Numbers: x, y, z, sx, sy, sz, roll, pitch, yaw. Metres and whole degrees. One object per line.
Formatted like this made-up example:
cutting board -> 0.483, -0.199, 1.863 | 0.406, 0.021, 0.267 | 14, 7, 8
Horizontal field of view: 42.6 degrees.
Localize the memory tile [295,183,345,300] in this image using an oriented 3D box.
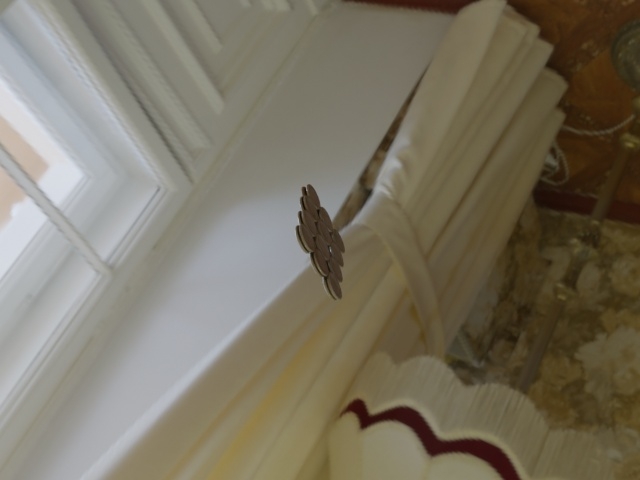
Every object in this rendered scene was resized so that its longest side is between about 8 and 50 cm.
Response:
memory tile -> 0.000, 0.000, 1.044 | 0.012, 0.148, 0.113 | -22, 116, 16
